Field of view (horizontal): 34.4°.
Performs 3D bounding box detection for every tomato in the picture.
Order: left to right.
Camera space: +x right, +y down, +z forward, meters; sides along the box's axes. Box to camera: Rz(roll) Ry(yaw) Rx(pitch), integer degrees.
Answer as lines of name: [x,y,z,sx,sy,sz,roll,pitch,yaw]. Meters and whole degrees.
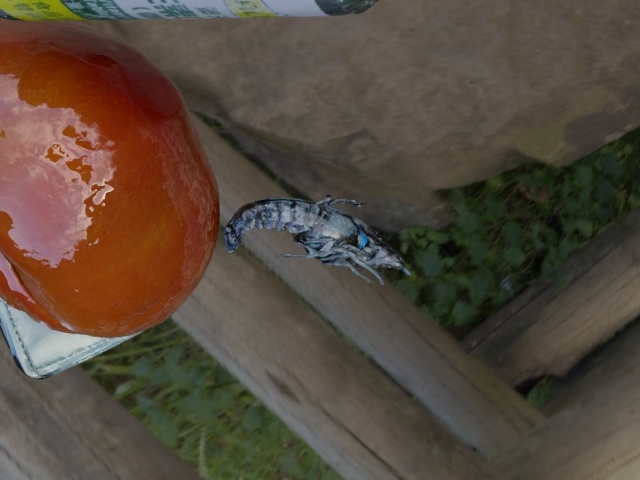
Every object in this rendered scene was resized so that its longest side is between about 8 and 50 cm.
tomato: [-0.183,-0.050,0.726,0.260,0.260,0.180,41,68,9]

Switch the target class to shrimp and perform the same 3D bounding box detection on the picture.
shrimp: [0.000,-0.004,0.952,0.174,0.082,0.076,10,127,-10]

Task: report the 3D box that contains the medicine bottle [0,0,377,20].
medicine bottle: [-0.050,-0.189,0.547,0.293,0.141,0.141,2,100,17]

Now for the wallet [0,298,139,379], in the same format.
wallet: [-0.261,-0.003,1.018,0.075,0.176,0.250,16,128,60]
